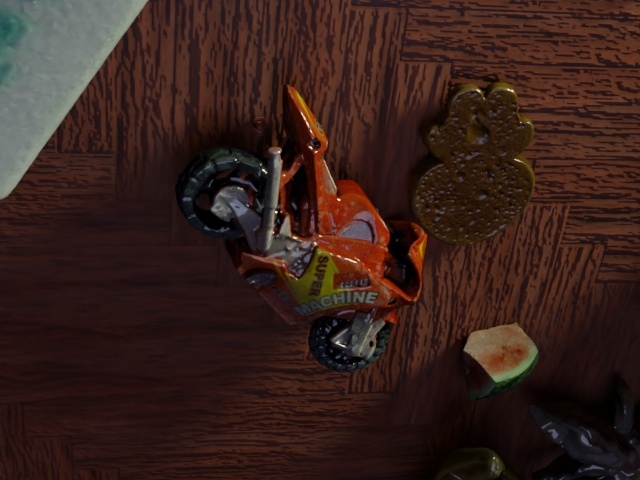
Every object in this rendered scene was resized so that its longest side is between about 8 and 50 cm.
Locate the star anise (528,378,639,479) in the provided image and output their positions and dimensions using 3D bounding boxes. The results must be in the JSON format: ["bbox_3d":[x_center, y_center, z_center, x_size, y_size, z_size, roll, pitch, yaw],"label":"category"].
[{"bbox_3d":[0.346,0.271,1.262,0.199,0.110,0.257,-12,119,-2],"label":"star anise"}]

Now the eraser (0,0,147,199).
[{"bbox_3d":[-0.191,-0.177,0.627,0.189,0.104,0.290,27,116,-30],"label":"eraser"}]

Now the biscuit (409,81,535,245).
[{"bbox_3d":[0.147,-0.072,1.039,0.124,0.026,0.175,-3,125,-10],"label":"biscuit"}]

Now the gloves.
[{"bbox_3d":[0.182,0.333,1.257,0.154,0.141,0.331,14,135,11],"label":"gloves"}]

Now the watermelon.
[{"bbox_3d":[0.191,0.130,1.176,0.085,0.072,0.092,-12,165,-16],"label":"watermelon"}]

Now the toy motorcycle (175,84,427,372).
[{"bbox_3d":[-0.001,0.002,1.024,0.171,0.089,0.298,-33,123,11],"label":"toy motorcycle"}]
